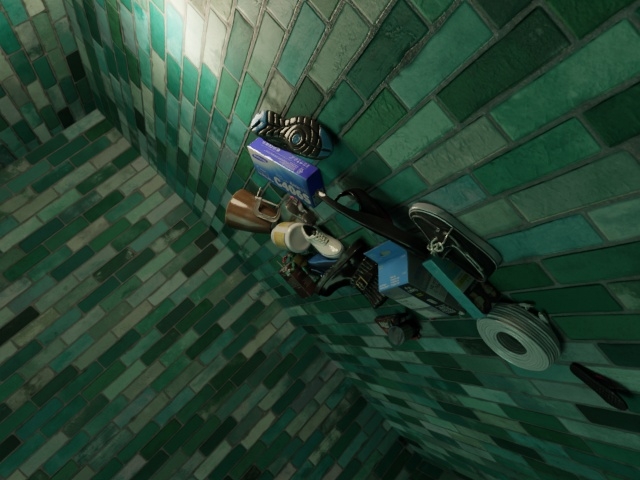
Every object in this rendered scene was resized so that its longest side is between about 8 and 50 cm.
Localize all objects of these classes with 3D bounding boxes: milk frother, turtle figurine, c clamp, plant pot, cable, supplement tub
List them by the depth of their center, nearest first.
[{"bbox_3d":[0.619,0.304,1.453,0.257,0.089,0.257,51,159,-14],"label":"cable"},{"bbox_3d":[0.339,0.395,2.050,0.143,0.135,0.129,-33,73,38],"label":"milk frother"},{"bbox_3d":[-0.144,-0.018,2.249,0.144,0.144,0.200,55,158,-22],"label":"supplement tub"},{"bbox_3d":[-0.259,-0.169,2.266,0.161,0.137,0.022,27,180,10],"label":"c clamp"},{"bbox_3d":[-0.095,0.104,2.324,0.234,0.175,0.118,31,-165,-21],"label":"turtle figurine"},{"bbox_3d":[-0.330,-0.126,2.367,0.230,0.215,0.215,22,152,18],"label":"plant pot"}]

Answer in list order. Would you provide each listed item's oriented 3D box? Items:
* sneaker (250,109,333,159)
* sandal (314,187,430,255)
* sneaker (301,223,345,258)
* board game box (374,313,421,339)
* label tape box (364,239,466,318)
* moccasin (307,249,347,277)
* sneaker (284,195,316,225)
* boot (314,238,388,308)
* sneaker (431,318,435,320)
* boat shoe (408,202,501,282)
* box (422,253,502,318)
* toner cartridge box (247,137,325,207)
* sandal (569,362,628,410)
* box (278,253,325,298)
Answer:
[{"bbox_3d":[-0.078,-0.356,1.588,0.341,0.125,0.140,30,-179,31],"label":"sneaker"},{"bbox_3d":[0.180,-0.088,1.545,0.446,0.107,0.167,29,-178,26],"label":"sandal"},{"bbox_3d":[0.000,0.000,2.063,0.258,0.094,0.091,29,167,42],"label":"sneaker"},{"bbox_3d":[0.369,0.423,2.244,0.145,0.027,0.281,48,159,-2],"label":"board game box"},{"bbox_3d":[0.312,0.146,1.594,0.334,0.106,0.240,29,161,-8],"label":"label tape box"},{"bbox_3d":[0.050,0.120,2.134,0.117,0.138,0.342,61,157,-16],"label":"moccasin"},{"bbox_3d":[-0.091,-0.120,2.071,0.178,0.072,0.077,47,171,15],"label":"sneaker"},{"bbox_3d":[0.149,0.188,1.914,0.260,0.131,0.348,45,126,7],"label":"boot"},{"bbox_3d":[0.438,0.274,1.814,0.118,0.042,0.067,57,160,-22],"label":"sneaker"},{"bbox_3d":[0.372,0.008,1.359,0.306,0.105,0.113,41,159,14],"label":"boat shoe"},{"bbox_3d":[0.442,0.122,1.443,0.244,0.100,0.060,46,159,0],"label":"box"},{"bbox_3d":[-0.137,-0.276,1.859,0.348,0.075,0.165,33,155,32],"label":"toner cartridge box"},{"bbox_3d":[0.824,0.422,1.362,0.179,0.040,0.067,46,160,45],"label":"sandal"},{"bbox_3d":[-0.087,0.179,2.469,0.203,0.167,0.168,48,159,-5],"label":"box"}]
